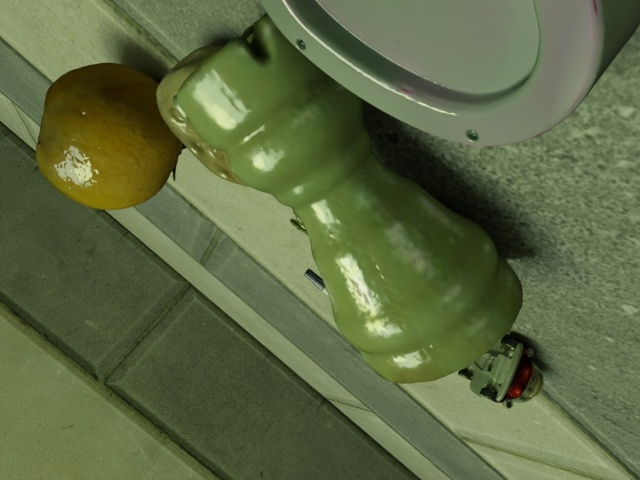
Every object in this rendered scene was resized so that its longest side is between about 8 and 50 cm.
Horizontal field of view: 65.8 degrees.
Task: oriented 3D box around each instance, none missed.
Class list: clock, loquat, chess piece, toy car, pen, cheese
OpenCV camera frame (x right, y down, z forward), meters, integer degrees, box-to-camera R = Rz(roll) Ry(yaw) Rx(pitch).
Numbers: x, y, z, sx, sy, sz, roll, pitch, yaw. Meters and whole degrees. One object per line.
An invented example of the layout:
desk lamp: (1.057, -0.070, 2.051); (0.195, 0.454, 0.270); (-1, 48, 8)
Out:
clock: (0.081, -0.219, 0.323); (0.339, 0.102, 0.338); (33, 158, 15)
loquat: (-0.384, -0.198, 0.940); (0.275, 0.275, 0.275); (34, 158, 15)
chess piece: (0.030, -0.047, 0.607); (0.442, 0.234, 0.234); (50, 157, -17)
toy car: (0.319, 0.228, 0.850); (0.112, 0.112, 0.139); (28, 172, -13)
pen: (0.041, 0.143, 1.235); (0.204, 0.025, 0.025); (40, 159, 2)
cheese: (-0.131, -0.176, 0.746); (0.218, 0.117, 0.235); (36, 161, 3)

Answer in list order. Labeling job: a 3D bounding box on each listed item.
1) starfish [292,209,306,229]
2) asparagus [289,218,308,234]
starfish: (0.063, 0.023, 0.879); (0.358, 0.078, 0.347); (50, 151, -15)
asparagus: (0.000, 0.000, 1.027); (0.166, 0.013, 0.016); (33, -170, 18)
